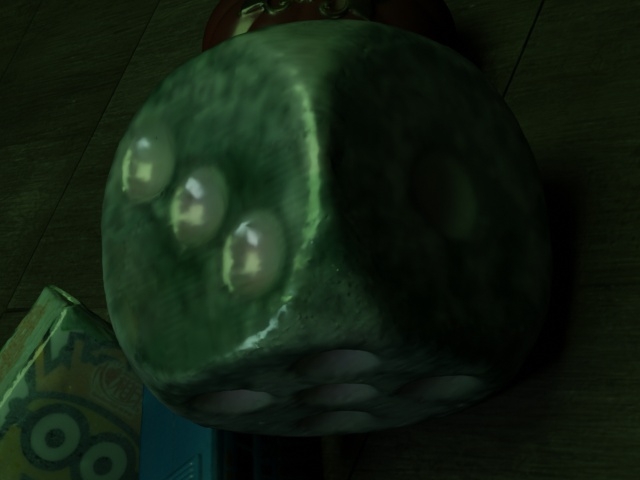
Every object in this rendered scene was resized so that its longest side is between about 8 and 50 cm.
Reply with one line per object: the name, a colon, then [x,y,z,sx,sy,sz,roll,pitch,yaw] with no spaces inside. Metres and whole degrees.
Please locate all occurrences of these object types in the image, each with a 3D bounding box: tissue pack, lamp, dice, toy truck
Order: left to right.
tissue pack: [-0.314,0.242,2.064,0.311,0.228,0.128,-55,29,-2]
toy truck: [-0.097,0.227,1.837,0.161,0.162,0.385,-39,33,29]
dice: [0.000,0.000,1.688,0.348,0.330,0.328,-24,61,42]
lamp: [0.011,-0.217,2.022,0.303,0.257,0.303,-5,31,3]
